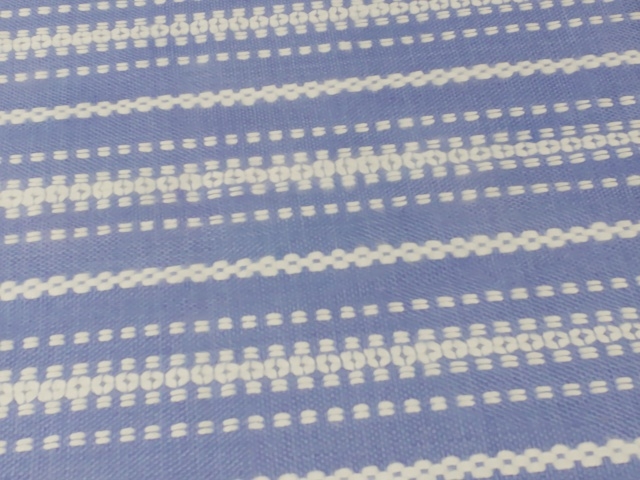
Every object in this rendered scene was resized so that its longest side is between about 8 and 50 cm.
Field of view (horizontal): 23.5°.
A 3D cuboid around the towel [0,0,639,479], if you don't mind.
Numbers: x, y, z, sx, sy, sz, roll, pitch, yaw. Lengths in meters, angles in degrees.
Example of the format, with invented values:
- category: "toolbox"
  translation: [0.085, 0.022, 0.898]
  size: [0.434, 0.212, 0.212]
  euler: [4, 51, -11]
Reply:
- category: "towel"
  translation: [0.000, 0.000, 0.439]
  size: [0.336, 0.243, 0.040]
  euler: [-98, 2, -45]
